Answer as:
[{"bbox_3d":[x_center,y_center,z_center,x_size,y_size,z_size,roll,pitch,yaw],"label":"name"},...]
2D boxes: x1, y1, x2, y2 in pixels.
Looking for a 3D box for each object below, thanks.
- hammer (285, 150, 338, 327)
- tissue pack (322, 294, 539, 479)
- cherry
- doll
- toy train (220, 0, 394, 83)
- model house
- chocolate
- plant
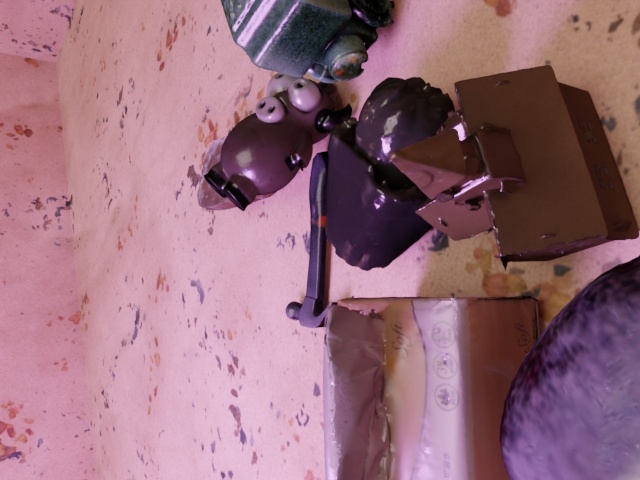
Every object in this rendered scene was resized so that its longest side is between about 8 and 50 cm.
[{"bbox_3d":[0.000,0.000,0.963,0.137,0.037,0.290,11,98,54],"label":"hammer"},{"bbox_3d":[0.100,0.214,0.656,0.238,0.238,0.306,-6,84,54],"label":"tissue pack"},{"bbox_3d":[0.264,0.151,0.434,0.255,0.218,0.296,38,114,56],"label":"cherry"},{"bbox_3d":[-0.071,-0.167,0.946,0.182,0.117,0.257,34,82,38],"label":"doll"},{"bbox_3d":[-0.034,-0.364,0.857,0.167,0.238,0.299,-42,57,41],"label":"toy train"},{"bbox_3d":[0.148,-0.062,0.579,0.176,0.248,0.181,-31,63,50],"label":"model house"},{"bbox_3d":[-0.138,-0.131,1.127,0.254,0.080,0.157,-7,68,52],"label":"chocolate"},{"bbox_3d":[0.091,-0.082,0.757,0.164,0.141,0.256,60,145,37],"label":"plant"}]
